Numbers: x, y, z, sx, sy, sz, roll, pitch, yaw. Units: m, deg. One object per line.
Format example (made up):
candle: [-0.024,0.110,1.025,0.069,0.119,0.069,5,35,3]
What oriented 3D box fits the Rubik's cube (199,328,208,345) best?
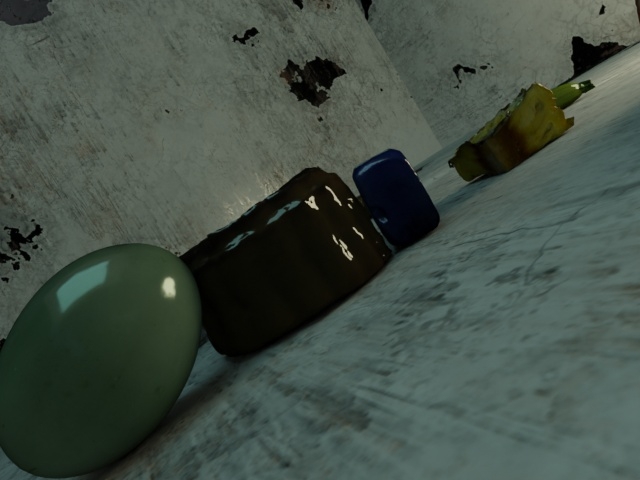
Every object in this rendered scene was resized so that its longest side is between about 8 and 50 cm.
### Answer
Rubik's cube: [-0.430,0.207,1.046,0.231,0.221,0.225,-29,4,32]

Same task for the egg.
egg: [-0.253,0.130,0.576,0.203,0.203,0.282,-26,32,56]

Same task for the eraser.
eraser: [0.129,-0.089,0.895,0.102,0.155,0.332,-30,4,8]

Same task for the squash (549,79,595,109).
squash: [0.616,-0.369,1.338,0.252,0.066,0.066,-30,4,13]

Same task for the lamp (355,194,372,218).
lamp: [0.045,-0.043,1.507,0.090,0.089,0.325,-28,5,46]

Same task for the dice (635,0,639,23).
dice: [0.587,-0.367,0.697,0.175,0.179,0.174,-28,4,15]

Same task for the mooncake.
mooncake: [-0.066,0.026,0.771,0.324,0.187,0.324,-33,5,3]

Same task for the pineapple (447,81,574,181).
pineapple: [0.355,-0.190,0.942,0.236,0.114,0.186,-41,-1,29]
